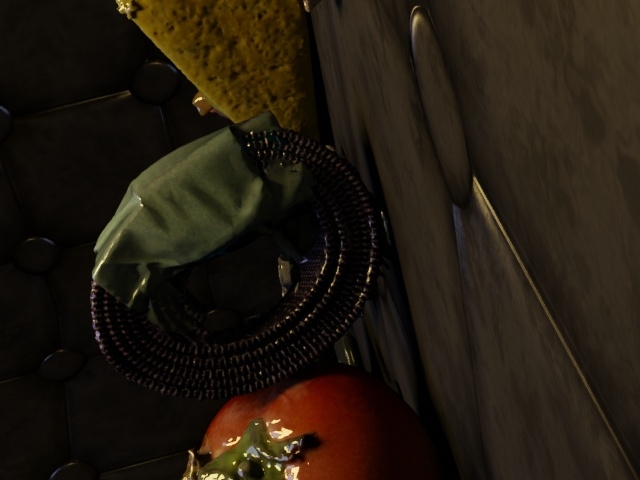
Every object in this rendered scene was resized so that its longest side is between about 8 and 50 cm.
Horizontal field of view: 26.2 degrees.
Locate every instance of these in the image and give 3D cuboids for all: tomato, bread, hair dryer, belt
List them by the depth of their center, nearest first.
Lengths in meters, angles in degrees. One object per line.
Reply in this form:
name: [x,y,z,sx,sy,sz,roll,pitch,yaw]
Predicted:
belt: [-0.091,0.023,1.445,0.260,0.325,0.122,57,180,-12]
tomato: [0.006,0.298,1.504,0.321,0.322,0.321,165,90,-86]
bread: [-0.124,-0.214,1.807,0.233,0.245,0.361,-112,12,-58]
hair dryer: [0.036,0.187,1.834,0.219,0.124,0.071,-103,2,-54]

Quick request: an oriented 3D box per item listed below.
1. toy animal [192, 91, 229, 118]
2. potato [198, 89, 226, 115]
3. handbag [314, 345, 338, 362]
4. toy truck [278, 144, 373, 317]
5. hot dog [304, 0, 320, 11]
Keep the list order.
toy animal: [-0.154,-0.311,2.441,0.169,0.195,0.281,34,169,12]
potato: [-0.134,-0.288,2.141,0.228,0.197,0.148,-87,20,-67]
handbag: [0.027,0.268,2.002,0.342,0.152,0.288,58,-159,-50]
toy truck: [0.000,0.000,1.746,0.124,0.114,0.253,-91,-8,-54]
hot dog: [-0.030,-0.314,1.389,0.099,0.053,0.192,75,-179,-64]
